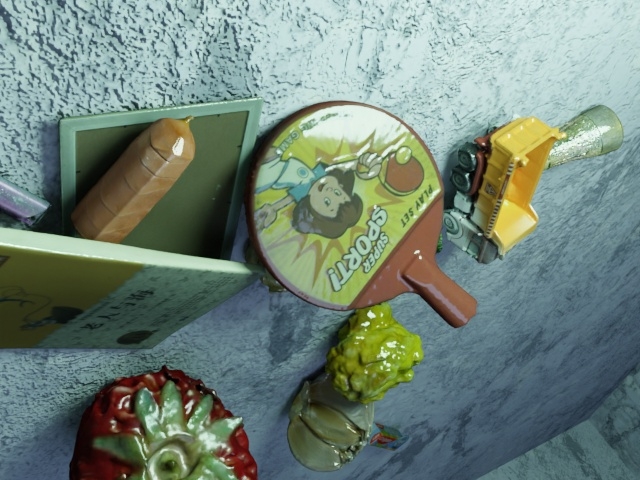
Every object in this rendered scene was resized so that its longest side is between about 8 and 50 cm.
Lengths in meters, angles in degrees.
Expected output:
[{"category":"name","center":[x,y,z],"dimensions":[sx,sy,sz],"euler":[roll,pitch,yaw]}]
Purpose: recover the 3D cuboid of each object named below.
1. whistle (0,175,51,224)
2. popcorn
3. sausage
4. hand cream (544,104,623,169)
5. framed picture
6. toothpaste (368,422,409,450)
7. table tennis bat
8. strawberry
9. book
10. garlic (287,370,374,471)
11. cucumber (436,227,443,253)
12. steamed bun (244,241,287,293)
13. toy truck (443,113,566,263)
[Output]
[{"category":"whistle","center":[-0.340,-0.059,0.671],"dimensions":[0.033,0.033,0.176],"euler":[-38,148,7]},{"category":"popcorn","center":[0.097,0.222,1.313],"dimensions":[0.198,0.155,0.197],"euler":[-33,149,-23]},{"category":"sausage","center":[-0.193,-0.066,0.730],"dimensions":[0.169,0.065,0.065],"euler":[-44,146,17]},{"category":"hand cream","center":[0.410,-0.157,1.169],"dimensions":[0.203,0.084,0.084],"euler":[-24,147,-2]},{"category":"framed picture","center":[-0.198,-0.045,0.828],"dimensions":[0.232,0.019,0.296],"euler":[-13,141,-30]},{"category":"toothpaste","center":[0.187,0.546,1.915],"dimensions":[0.070,0.044,0.193],"euler":[-41,147,8]},{"category":"table tennis bat","center":[0.075,-0.009,0.921],"dimensions":[0.415,0.051,0.268],"euler":[41,86,-28]},{"category":"strawberry","center":[-0.274,0.390,1.104],"dimensions":[0.295,0.317,0.345],"euler":[-46,180,-45]},{"category":"book","center":[-0.286,0.075,0.829],"dimensions":[0.269,0.032,0.389],"euler":[-33,154,32]},{"category":"garlic","center":[0.035,0.381,1.453],"dimensions":[0.229,0.178,0.143],"euler":[-57,158,8]},{"category":"cucumber","center":[0.130,0.004,1.145],"dimensions":[0.187,0.058,0.058],"euler":[-8,140,-36]},{"category":"steamed bun","center":[0.000,0.000,0.978],"dimensions":[0.178,0.106,0.192],"euler":[-6,137,-39]},{"category":"toy truck","center":[0.284,-0.078,1.087],"dimensions":[0.114,0.135,0.270],"euler":[-32,150,-23]}]
